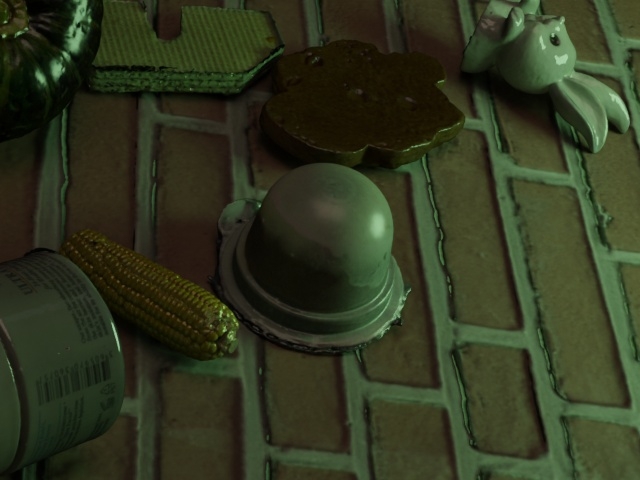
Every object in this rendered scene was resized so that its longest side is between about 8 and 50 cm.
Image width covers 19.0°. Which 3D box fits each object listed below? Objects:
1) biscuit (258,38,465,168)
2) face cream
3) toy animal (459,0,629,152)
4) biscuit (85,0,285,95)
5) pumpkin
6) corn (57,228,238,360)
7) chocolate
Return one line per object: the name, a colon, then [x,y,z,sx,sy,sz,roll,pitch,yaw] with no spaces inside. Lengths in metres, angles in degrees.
biscuit: [0.046,-0.156,2.214,0.208,0.041,0.290,37,41,23]
face cream: [-0.275,0.109,1.650,0.153,0.177,0.177,-19,51,-40]
toy animal: [0.286,-0.213,2.316,0.220,0.131,0.104,29,25,10]
biscuit: [-0.162,-0.224,2.214,0.250,0.046,0.147,0,40,-20]
pumpkin: [-0.361,-0.226,2.012,0.260,0.189,0.260,6,78,-31]
corn: [-0.166,0.052,1.853,0.206,0.067,0.067,31,40,18]
chocolate: [-0.002,-0.008,1.929,0.221,0.147,0.221,8,37,-6]
